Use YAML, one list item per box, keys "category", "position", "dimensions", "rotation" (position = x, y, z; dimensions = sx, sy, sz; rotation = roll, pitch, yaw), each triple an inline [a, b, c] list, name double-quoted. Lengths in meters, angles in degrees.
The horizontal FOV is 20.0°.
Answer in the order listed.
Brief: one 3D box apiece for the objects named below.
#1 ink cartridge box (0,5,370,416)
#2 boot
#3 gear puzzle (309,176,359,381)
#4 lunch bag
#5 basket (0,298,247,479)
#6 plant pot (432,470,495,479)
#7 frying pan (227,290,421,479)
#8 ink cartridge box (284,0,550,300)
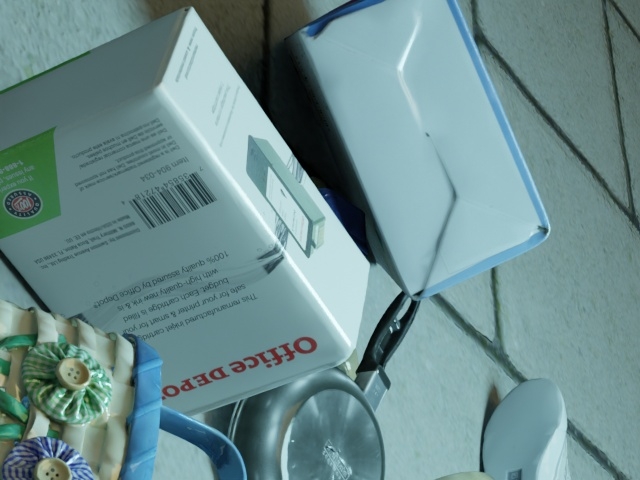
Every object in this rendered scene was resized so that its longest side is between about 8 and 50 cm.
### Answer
- category: "ink cartridge box"
  position: [-0.116, -0.010, 1.375]
  dimensions: [0.273, 0.198, 0.115]
  rotation: [55, 28, -29]
- category: "boot"
  position: [0.237, 0.285, 2.002]
  dimensions: [0.123, 0.095, 0.258]
  rotation: [57, 36, -38]
- category: "gear puzzle"
  position: [-0.019, 0.093, 1.682]
  dimensions: [0.175, 0.044, 0.339]
  rotation: [17, 59, -60]
- category: "lunch bag"
  position: [0.000, 0.000, 1.643]
  dimensions: [0.098, 0.067, 0.065]
  rotation: [30, 48, -55]
- category: "basket"
  position: [-0.167, 0.182, 1.131]
  dimensions: [0.289, 0.201, 0.255]
  rotation: [37, 39, -34]
- category: "plant pot"
  position: [0.152, 0.356, 1.628]
  dimensions: [0.256, 0.256, 0.274]
  rotation: [26, 34, -55]
- category: "frying pan"
  position: [0.033, 0.176, 1.622]
  dimensions: [0.326, 0.053, 0.197]
  rotation: [-24, 103, -48]
- category: "ink cartridge box"
  position: [0.081, -0.110, 1.784]
  dimensions: [0.395, 0.151, 0.270]
  rotation: [-141, -152, -84]
